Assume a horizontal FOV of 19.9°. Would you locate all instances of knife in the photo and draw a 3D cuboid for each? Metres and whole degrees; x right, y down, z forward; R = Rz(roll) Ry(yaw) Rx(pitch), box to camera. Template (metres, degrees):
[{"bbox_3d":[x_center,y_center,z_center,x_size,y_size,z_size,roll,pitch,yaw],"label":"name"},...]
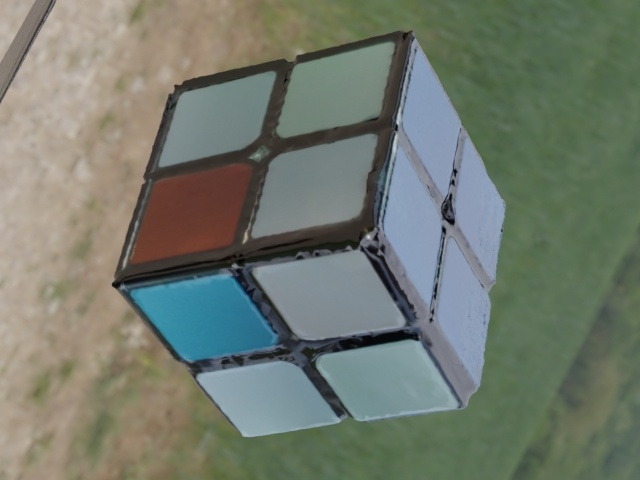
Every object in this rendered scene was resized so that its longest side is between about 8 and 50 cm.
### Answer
[{"bbox_3d":[-0.187,-0.070,1.016,0.230,0.028,0.060,-51,-157,38],"label":"knife"}]

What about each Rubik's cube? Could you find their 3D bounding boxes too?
[{"bbox_3d":[0.000,0.000,1.144,0.167,0.180,0.183,58,34,-39],"label":"Rubik's cube"}]
